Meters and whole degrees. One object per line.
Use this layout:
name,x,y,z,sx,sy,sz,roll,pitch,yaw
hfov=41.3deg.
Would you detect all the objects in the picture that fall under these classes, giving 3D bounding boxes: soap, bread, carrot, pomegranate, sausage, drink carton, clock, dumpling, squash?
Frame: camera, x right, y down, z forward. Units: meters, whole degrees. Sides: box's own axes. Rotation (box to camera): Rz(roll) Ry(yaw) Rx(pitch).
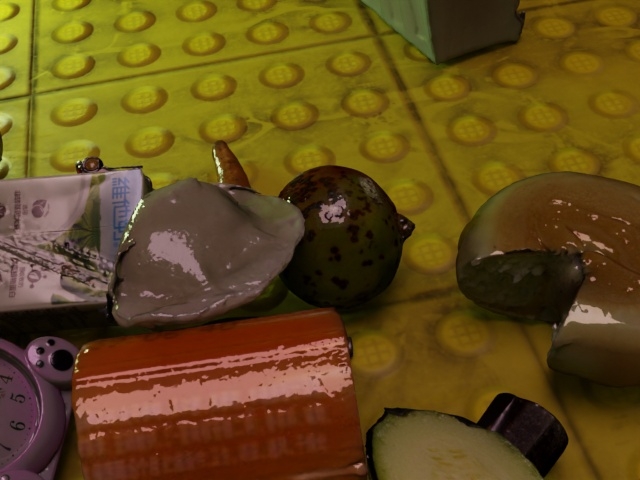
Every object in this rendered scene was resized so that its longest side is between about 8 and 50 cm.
soap,0.181,-0.584,1.618,0.213,0.350,0.435,-28,48,-11
bread,0.346,0.049,1.092,0.333,0.160,0.333,-1,47,1
carrot,-0.146,-0.099,1.356,0.061,0.061,0.209,-12,42,-7
pomegranate,0.002,0.000,1.172,0.246,0.198,0.198,-11,31,48
sausage,-0.106,0.204,0.934,0.287,0.233,0.233,-6,45,-3
drink carton,-0.388,0.022,1.163,0.325,0.132,0.194,-5,71,1
clock,-0.416,0.202,0.981,0.248,0.090,0.227,18,56,-18
dumpling,-0.141,0.029,1.044,0.205,0.163,0.293,20,36,0
squash,0.125,0.251,0.849,0.192,0.085,0.184,12,20,-10

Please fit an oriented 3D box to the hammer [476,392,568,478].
hammer,0.286,0.348,0.856,0.409,0.095,0.242,33,56,28

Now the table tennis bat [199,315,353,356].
table tennis bat,-0.074,0.151,1.128,0.235,0.022,0.131,-4,44,4

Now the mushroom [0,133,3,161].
mushroom,-0.663,-0.109,1.268,0.363,0.294,0.362,-7,5,1

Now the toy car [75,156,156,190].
toy car,-0.321,-0.049,1.294,0.139,0.112,0.112,15,63,7
